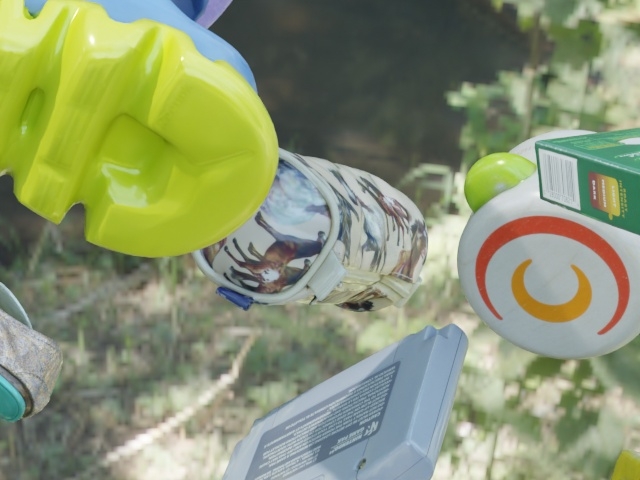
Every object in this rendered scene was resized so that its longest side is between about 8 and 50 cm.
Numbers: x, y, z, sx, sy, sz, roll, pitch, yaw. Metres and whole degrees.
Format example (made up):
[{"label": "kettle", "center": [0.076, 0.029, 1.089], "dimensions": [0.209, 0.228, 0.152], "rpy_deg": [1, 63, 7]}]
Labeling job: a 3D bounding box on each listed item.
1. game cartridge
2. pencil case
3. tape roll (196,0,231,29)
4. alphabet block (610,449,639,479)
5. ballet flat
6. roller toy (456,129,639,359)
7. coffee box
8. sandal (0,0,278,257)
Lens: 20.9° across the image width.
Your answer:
[{"label": "game cartridge", "center": [0.010, 0.207, 1.652], "dimensions": [0.062, 0.297, 0.198], "rpy_deg": [40, 41, -22]}, {"label": "pencil case", "center": [0.000, 0.000, 1.874], "dimensions": [0.160, 0.410, 0.183], "rpy_deg": [-38, 77, 12]}, {"label": "tape roll", "center": [-0.127, -0.194, 0.951], "dimensions": [0.189, 0.189, 0.080], "rpy_deg": [-27, 28, -31]}, {"label": "alphabet block", "center": [0.344, 0.306, 1.463], "dimensions": [0.197, 0.193, 0.192], "rpy_deg": [16, 1, -10]}, {"label": "ballet flat", "center": [-0.385, 0.050, 1.720], "dimensions": [0.316, 0.107, 0.106], "rpy_deg": [43, 51, -9]}, {"label": "roller toy", "center": [0.234, 0.002, 1.624], "dimensions": [0.191, 0.209, 0.146], "rpy_deg": [9, 36, 17]}, {"label": "coffee box", "center": [0.205, -0.032, 0.950], "dimensions": [0.113, 0.040, 0.184], "rpy_deg": [-8, 12, -18]}, {"label": "sandal", "center": [-0.163, -0.107, 0.701], "dimensions": [0.317, 0.126, 0.138], "rpy_deg": [27, 35, -16]}]
